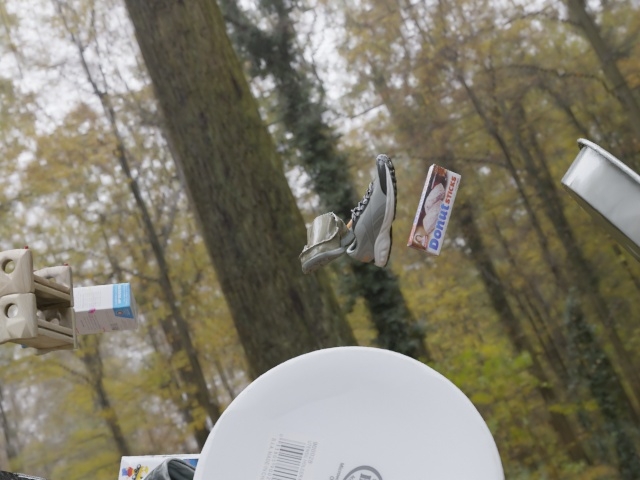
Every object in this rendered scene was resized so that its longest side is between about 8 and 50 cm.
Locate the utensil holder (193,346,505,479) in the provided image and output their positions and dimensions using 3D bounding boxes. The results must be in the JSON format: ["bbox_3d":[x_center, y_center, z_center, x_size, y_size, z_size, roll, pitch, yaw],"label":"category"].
[{"bbox_3d":[0.058,0.334,1.037,0.328,0.327,0.385,-22,-34,-3],"label":"utensil holder"}]

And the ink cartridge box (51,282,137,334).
[{"bbox_3d":[-0.481,0.146,1.971,0.181,0.061,0.104,-5,-33,-4],"label":"ink cartridge box"}]

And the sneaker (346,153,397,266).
[{"bbox_3d":[0.117,-0.064,2.125,0.108,0.271,0.100,7,26,2],"label":"sneaker"}]

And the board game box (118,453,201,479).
[{"bbox_3d":[-0.295,0.549,1.722,0.193,0.305,0.053,-7,-26,25],"label":"board game box"}]

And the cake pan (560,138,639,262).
[{"bbox_3d":[0.384,0.002,1.069,0.054,0.293,0.293,-47,-22,10],"label":"cake pan"}]

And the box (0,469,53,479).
[{"bbox_3d":[-0.294,0.442,1.126,0.079,0.322,0.257,-41,-40,16],"label":"box"}]

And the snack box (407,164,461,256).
[{"bbox_3d":[0.228,-0.060,1.885,0.064,0.178,0.022,22,-18,-12],"label":"snack box"}]

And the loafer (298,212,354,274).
[{"bbox_3d":[0.000,0.000,1.929,0.094,0.087,0.251,-31,4,15],"label":"loafer"}]

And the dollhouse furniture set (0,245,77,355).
[{"bbox_3d":[-0.462,0.098,1.338,0.184,0.128,0.129,-11,-16,10],"label":"dollhouse furniture set"}]

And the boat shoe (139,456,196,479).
[{"bbox_3d":[-0.129,0.450,1.395,0.119,0.335,0.121,-51,6,34],"label":"boat shoe"}]
